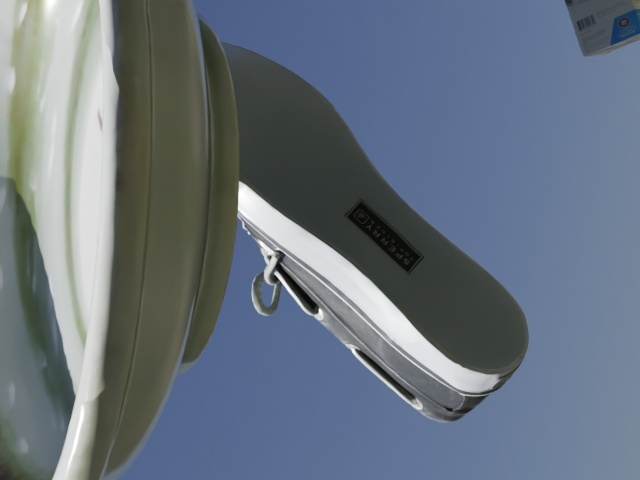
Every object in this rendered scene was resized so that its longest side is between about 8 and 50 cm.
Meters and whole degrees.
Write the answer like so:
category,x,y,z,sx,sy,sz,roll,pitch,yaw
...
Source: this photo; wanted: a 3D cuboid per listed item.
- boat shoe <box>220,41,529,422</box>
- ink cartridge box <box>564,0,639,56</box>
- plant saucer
category,x,y,z,sx,sy,sz,roll,pitch,yaw
boat shoe,0.003,-0.002,1.177,0.113,0.306,0.105,-48,-3,-42
ink cartridge box,0.188,-0.169,1.162,0.028,0.048,0.083,-11,-97,-51
plant saucer,-0.126,-0.029,0.983,0.400,0.100,0.400,-177,90,-67
